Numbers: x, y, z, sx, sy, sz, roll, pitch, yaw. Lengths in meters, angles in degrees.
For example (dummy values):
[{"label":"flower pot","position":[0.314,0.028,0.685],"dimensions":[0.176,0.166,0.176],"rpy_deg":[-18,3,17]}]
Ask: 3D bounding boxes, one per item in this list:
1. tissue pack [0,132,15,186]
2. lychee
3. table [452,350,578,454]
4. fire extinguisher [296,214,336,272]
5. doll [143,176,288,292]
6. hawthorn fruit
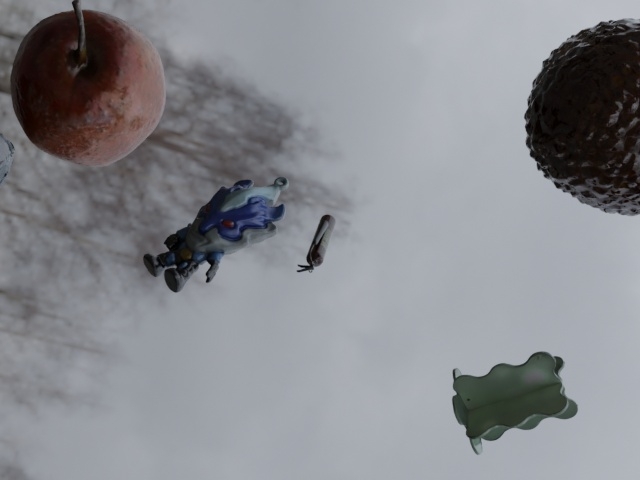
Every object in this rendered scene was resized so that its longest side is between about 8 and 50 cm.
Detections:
[{"label":"tissue pack","position":[-0.626,-0.067,1.821],"dimensions":[0.253,0.264,0.416],"rpy_deg":[-57,-175,12]},{"label":"lychee","position":[0.386,-0.158,1.666],"dimensions":[0.260,0.261,0.260],"rpy_deg":[-165,-90,-70]},{"label":"table","position":[0.358,0.287,2.410],"dimensions":[0.198,0.166,0.166],"rpy_deg":[-20,-134,18]},{"label":"fire extinguisher","position":[0.000,0.000,2.178],"dimensions":[0.049,0.035,0.173],"rpy_deg":[-55,-172,30]},{"label":"doll","position":[-0.110,-0.015,1.500],"dimensions":[0.096,0.195,0.070],"rpy_deg":[37,-28,29]},{"label":"hawthorn fruit","position":[-0.354,-0.222,1.932],"dimensions":[0.263,0.231,0.235],"rpy_deg":[-24,106,-63]}]
